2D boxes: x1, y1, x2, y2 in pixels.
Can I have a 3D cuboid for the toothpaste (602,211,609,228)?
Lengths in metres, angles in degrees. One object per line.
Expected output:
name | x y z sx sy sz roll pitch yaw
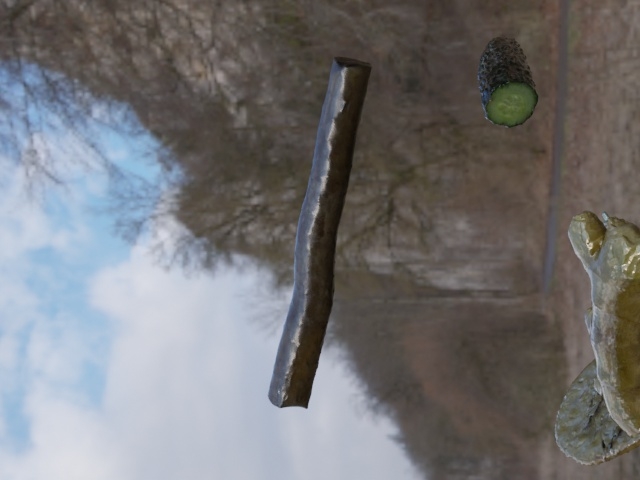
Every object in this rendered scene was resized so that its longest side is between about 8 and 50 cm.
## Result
toothpaste | 0.532 0.009 1.691 0.140 0.021 0.037 57 174 -1

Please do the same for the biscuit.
biscuit | 0.398 0.203 1.276 0.033 0.220 0.220 42 -147 -15

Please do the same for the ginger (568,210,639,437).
ginger | 0.348 0.105 1.108 0.118 0.065 0.299 30 140 55

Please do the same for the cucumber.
cucumber | 0.231 -0.216 1.223 0.293 0.067 0.068 -75 -19 -64

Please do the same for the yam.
yam | 0.000 0.000 0.872 0.045 0.045 0.327 -90 11 -75
